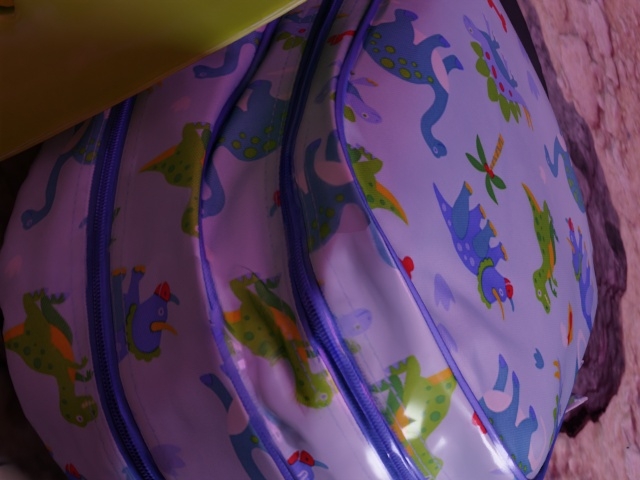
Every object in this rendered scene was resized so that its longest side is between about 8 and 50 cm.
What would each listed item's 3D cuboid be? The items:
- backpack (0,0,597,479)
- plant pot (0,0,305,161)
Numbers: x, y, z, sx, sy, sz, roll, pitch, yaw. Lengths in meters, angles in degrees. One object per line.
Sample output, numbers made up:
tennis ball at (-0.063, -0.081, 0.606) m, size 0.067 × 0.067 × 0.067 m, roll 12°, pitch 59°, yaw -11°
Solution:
backpack at (0.000, 0.000, 0.794) m, size 0.355 × 0.273 × 0.290 m, roll -47°, pitch 123°, yaw -43°
plant pot at (-0.107, -0.198, 0.711) m, size 0.207 × 0.228 × 0.227 m, roll 49°, pitch 38°, yaw -26°
